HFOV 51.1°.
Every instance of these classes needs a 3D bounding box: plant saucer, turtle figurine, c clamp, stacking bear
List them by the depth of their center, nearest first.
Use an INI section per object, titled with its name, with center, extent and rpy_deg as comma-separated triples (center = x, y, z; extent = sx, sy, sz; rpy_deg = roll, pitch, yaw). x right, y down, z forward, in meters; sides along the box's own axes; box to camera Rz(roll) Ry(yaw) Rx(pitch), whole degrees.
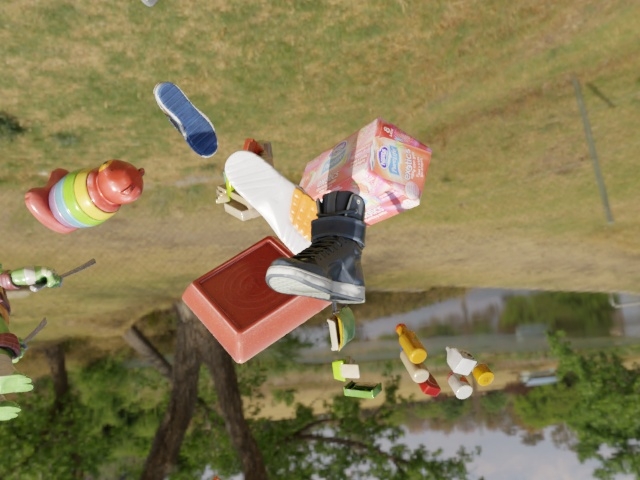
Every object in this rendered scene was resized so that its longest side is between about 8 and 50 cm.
[turtle figurine]
center = -0.476, 0.142, 1.087
extent = 0.197, 0.266, 0.275
rpy_deg = -27, 143, 12
[plant saucer]
center = -0.130, 0.099, 1.387
extent = 0.258, 0.259, 0.048
rpy_deg = -32, 133, -20
[c clamp]
center = 0.037, 0.126, 1.568
extent = 0.022, 0.161, 0.137
rpy_deg = -12, 165, 23
[stacking bear]
center = -0.585, -0.127, 1.738
extent = 0.289, 0.164, 0.175
rpy_deg = -15, -152, 28

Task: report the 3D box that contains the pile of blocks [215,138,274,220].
[pile of blocks]
center = -0.171, -0.161, 1.517
extent = 0.148, 0.113, 0.362
rpy_deg = -9, -157, -6

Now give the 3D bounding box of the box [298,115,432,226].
[box]
center = 0.085, -0.132, 1.480
extent = 0.154, 0.142, 0.300
rpy_deg = 28, 154, -23

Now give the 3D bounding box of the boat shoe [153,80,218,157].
[boat shoe]
center = -0.276, -0.253, 1.378
extent = 0.066, 0.183, 0.066
rpy_deg = -39, -147, -12

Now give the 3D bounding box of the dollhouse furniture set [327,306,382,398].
[dollhouse furniture set]
center = 0.061, 0.191, 1.137
extent = 0.058, 0.152, 0.076
rpy_deg = -4, -172, 30

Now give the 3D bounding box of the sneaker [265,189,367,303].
[sneaker]
center = -0.001, 0.000, 0.956
extent = 0.086, 0.164, 0.226
rpy_deg = 0, 171, 28

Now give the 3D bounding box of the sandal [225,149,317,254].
[sandal]
center = -0.070, -0.074, 1.271
extent = 0.102, 0.265, 0.076
rpy_deg = -42, -166, 7

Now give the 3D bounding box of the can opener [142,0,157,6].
[can opener]
center = -0.253, -0.565, 1.229
extent = 0.283, 0.095, 0.076
rpy_deg = -45, 126, 14

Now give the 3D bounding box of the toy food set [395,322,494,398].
[toy food set]
center = 0.257, 0.266, 1.463
extent = 0.232, 0.104, 0.111
rpy_deg = 17, 113, -26

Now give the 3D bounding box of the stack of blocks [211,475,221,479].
[stack of blocks]
center = -0.260, 0.686, 1.509
extent = 0.087, 0.171, 0.297
rpy_deg = -49, 175, 17
